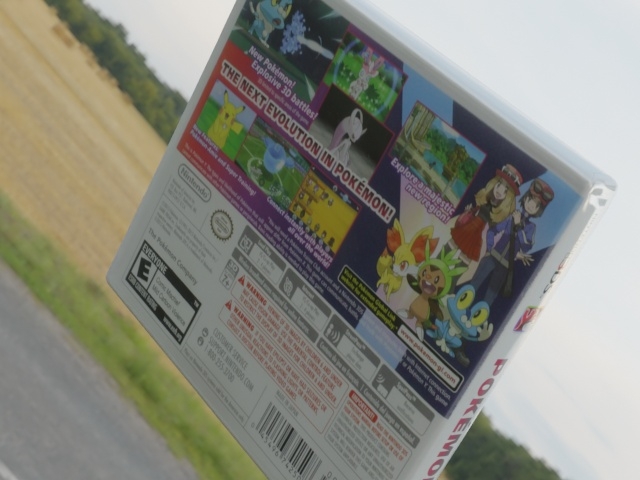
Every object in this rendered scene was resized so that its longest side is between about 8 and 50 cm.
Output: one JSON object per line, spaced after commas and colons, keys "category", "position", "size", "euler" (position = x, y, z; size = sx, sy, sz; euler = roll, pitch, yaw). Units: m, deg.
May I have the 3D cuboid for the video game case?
{"category": "video game case", "position": [0.000, 0.000, 0.497], "size": [0.023, 0.183, 0.201], "euler": [6, 30, -46]}
